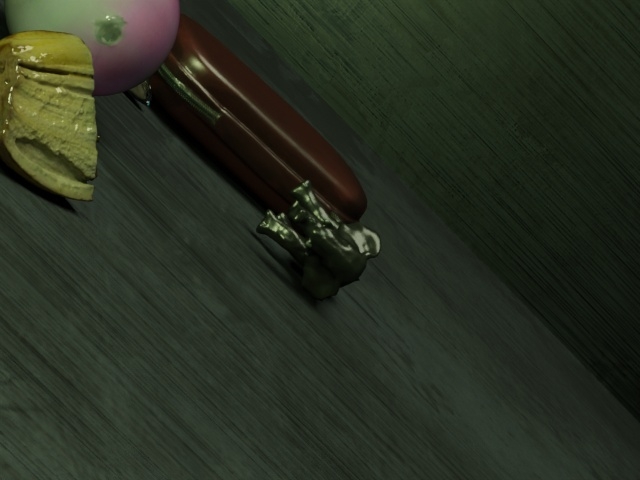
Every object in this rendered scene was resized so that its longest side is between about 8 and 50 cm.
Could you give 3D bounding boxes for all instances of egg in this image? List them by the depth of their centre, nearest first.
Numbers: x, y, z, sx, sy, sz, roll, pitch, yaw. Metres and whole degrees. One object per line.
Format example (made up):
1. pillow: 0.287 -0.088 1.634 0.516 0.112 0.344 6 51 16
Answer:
1. egg: -0.255 -0.267 1.828 0.196 0.196 0.271 41 17 -31

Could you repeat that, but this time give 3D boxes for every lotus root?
1. lotus root: -0.271 -0.120 1.509 0.135 0.095 0.159 20 68 -59

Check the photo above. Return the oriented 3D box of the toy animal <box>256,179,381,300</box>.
1. toy animal: 0.004 -0.004 2.124 0.146 0.114 0.245 47 9 6

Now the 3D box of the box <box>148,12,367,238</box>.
1. box: -0.099 -0.157 2.332 0.404 0.108 0.263 42 10 -23

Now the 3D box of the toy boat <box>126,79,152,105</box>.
1. toy boat: -0.276 -0.261 2.150 0.084 0.066 0.210 -18 70 -43
